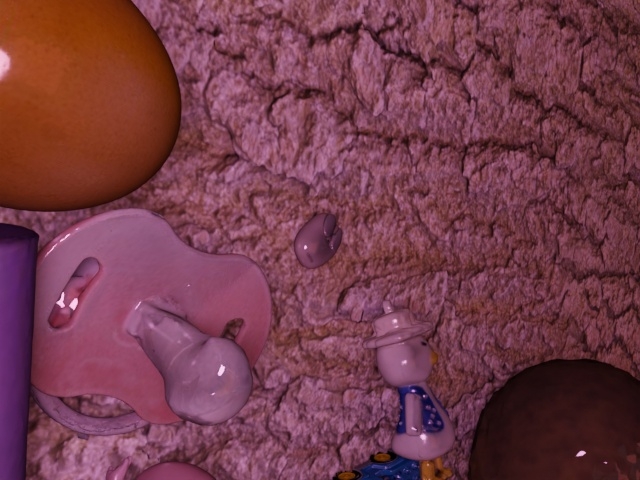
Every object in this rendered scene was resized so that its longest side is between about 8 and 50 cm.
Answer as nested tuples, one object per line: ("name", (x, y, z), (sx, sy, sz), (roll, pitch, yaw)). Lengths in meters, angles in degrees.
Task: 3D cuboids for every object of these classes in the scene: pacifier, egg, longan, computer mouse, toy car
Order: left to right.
("egg", (-0.277, -0.152, 0.818), (0.322, 0.250, 0.250), (27, 74, -51))
("pacifier", (-0.181, 0.104, 0.959), (0.332, 0.273, 0.220), (29, 57, -42))
("computer mouse", (0.001, 0.000, 1.241), (0.096, 0.039, 0.066), (-43, 121, -34))
("toy car", (0.094, 0.400, 1.317), (0.191, 0.100, 0.097), (-14, 102, -42))
("longan", (0.447, 0.401, 1.467), (0.391, 0.391, 0.391), (-4, 96, -44))

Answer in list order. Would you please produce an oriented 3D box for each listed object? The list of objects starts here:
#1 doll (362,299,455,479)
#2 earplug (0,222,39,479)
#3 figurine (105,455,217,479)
("doll", (0.144, 0.232, 1.314), (0.138, 0.119, 0.293), (-10, 84, -68))
("earplug", (-0.372, 0.209, 0.793), (0.215, 0.215, 0.456), (-6, 100, -44))
("figurine", (-0.211, 0.368, 0.970), (0.186, 0.176, 0.287), (-65, 169, 24))
